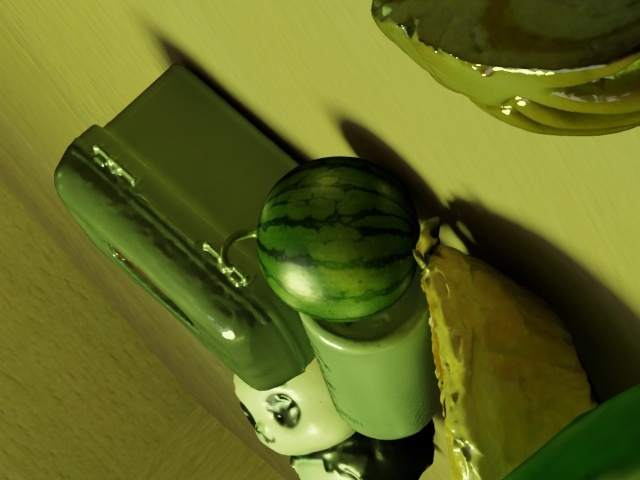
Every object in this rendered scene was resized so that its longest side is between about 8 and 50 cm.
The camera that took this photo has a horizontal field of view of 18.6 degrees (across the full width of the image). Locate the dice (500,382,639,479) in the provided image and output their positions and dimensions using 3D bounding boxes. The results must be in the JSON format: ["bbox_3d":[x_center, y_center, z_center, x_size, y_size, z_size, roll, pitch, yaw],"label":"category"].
[{"bbox_3d":[0.197,0.236,0.826,0.300,0.287,0.297,47,170,-12],"label":"dice"}]

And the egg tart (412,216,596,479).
[{"bbox_3d":[0.111,0.106,1.104,0.232,0.098,0.252,-100,-4,-66],"label":"egg tart"}]

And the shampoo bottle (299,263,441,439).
[{"bbox_3d":[0.039,0.074,1.308,0.085,0.085,0.262,41,168,19],"label":"shampoo bottle"}]

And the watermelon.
[{"bbox_3d":[0.007,-0.002,1.147,0.109,0.109,0.109,43,170,9],"label":"watermelon"}]

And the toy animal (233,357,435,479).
[{"bbox_3d":[0.003,0.143,1.667,0.179,0.138,0.166,42,154,-21],"label":"toy animal"}]

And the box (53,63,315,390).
[{"bbox_3d":[-0.071,-0.010,1.353,0.210,0.129,0.148,41,170,22],"label":"box"}]

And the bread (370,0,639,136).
[{"bbox_3d":[0.078,-0.076,0.651,0.157,0.083,0.094,34,178,42],"label":"bread"}]

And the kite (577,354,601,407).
[{"bbox_3d":[0.153,0.113,1.305,0.234,0.016,0.321,44,171,-10],"label":"kite"}]
